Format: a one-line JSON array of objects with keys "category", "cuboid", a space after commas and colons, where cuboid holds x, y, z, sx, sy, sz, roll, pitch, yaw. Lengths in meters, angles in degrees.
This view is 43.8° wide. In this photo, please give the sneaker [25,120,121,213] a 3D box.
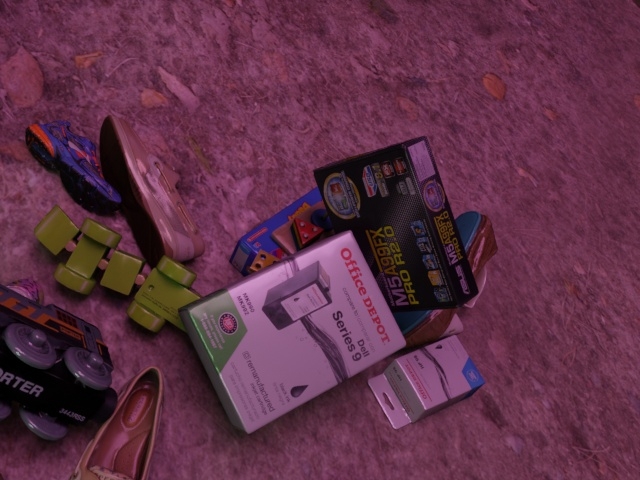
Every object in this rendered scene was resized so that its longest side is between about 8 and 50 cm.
[{"category": "sneaker", "cuboid": [-0.419, -0.138, 1.396, 0.221, 0.083, 0.087, 46, 55, 11]}]

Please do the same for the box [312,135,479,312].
[{"category": "box", "cuboid": [0.119, -0.016, 1.296, 0.060, 0.216, 0.269, -27, 101, -40]}]

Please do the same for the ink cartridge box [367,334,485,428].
[{"category": "ink cartridge box", "cuboid": [0.185, 0.246, 1.391, 0.180, 0.060, 0.104, -16, 64, -32]}]

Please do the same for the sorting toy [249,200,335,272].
[{"category": "sorting toy", "cuboid": [0.000, 0.000, 1.398, 0.132, 0.046, 0.275, 46, 52, 12]}]

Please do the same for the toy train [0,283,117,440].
[{"category": "toy train", "cuboid": [-0.423, 0.141, 1.067, 0.334, 0.142, 0.190, 35, 9, -37]}]

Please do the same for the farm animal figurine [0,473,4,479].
[{"category": "farm animal figurine", "cuboid": [-0.526, 0.340, 0.941, 0.327, 0.172, 0.330, -13, 62, -31]}]

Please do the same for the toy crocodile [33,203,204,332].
[{"category": "toy crocodile", "cuboid": [-0.312, 0.056, 1.296, 0.341, 0.105, 0.115, 29, 89, -4]}]

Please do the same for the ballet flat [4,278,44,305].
[{"category": "ballet flat", "cuboid": [-0.489, 0.124, 1.177, 0.077, 0.079, 0.221, 33, 49, 6]}]

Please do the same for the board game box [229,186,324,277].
[{"category": "board game box", "cuboid": [0.037, 0.015, 1.485, 0.233, 0.078, 0.347, 45, 51, 12]}]

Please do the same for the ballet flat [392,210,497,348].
[{"category": "ballet flat", "cuboid": [0.237, 0.099, 1.484, 0.124, 0.116, 0.342, 50, 60, -25]}]

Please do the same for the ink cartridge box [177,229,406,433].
[{"category": "ink cartridge box", "cuboid": [-0.044, 0.136, 1.247, 0.289, 0.121, 0.211, -26, 91, -19]}]

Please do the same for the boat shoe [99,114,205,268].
[{"category": "boat shoe", "cuboid": [-0.300, -0.091, 1.405, 0.098, 0.109, 0.302, -15, 68, -38]}]

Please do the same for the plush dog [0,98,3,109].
[{"category": "plush dog", "cuboid": [-0.665, -0.222, 1.291, 0.211, 0.262, 0.225, -24, 52, 1]}]

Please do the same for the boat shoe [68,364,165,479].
[{"category": "boat shoe", "cuboid": [-0.290, 0.309, 1.121, 0.105, 0.089, 0.285, 19, 51, -11]}]
